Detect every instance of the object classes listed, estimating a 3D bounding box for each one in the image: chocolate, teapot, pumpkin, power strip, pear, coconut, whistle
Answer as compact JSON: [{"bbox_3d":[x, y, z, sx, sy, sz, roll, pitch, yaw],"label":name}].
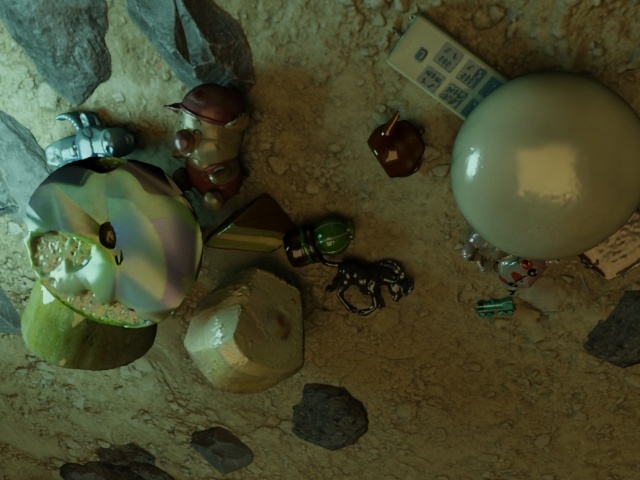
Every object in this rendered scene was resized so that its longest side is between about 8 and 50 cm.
[{"bbox_3d":[0.534,-0.054,1.051,0.261,0.083,0.161,45,123,-3],"label":"chocolate"},{"bbox_3d":[0.162,-0.187,1.069,0.116,0.116,0.173,-12,145,23],"label":"teapot"},{"bbox_3d":[-0.570,0.147,1.361,0.332,0.332,0.199,23,124,1],"label":"pumpkin"},{"bbox_3d":[0.280,-0.284,1.000,0.367,0.043,0.106,34,124,-7],"label":"power strip"},{"bbox_3d":[-0.444,-0.008,1.227,0.398,0.165,0.399,1,103,3],"label":"pear"},{"bbox_3d":[-0.184,0.233,1.327,0.254,0.297,0.297,-25,113,44],"label":"coconut"},{"bbox_3d":[-0.542,-0.217,1.257,0.268,0.093,0.180,-7,100,21],"label":"whistle"}]

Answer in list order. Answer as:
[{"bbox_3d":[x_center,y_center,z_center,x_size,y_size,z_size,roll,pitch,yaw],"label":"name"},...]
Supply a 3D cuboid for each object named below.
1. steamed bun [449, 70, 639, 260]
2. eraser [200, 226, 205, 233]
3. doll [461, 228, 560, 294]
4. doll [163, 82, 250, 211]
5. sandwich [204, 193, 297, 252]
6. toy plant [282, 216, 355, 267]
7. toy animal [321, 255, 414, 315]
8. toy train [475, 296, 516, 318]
[{"bbox_3d":[0.380,-0.117,0.911,0.324,0.206,0.325,8,117,16],"label":"steamed bun"},{"bbox_3d":[-0.331,-0.013,1.371,0.099,0.019,0.027,-32,122,31],"label":"eraser"},{"bbox_3d":[0.398,0.032,1.141,0.192,0.095,0.149,38,131,-12],"label":"doll"},{"bbox_3d":[-0.241,-0.204,1.138,0.196,0.152,0.256,13,124,6],"label":"doll"},{"bbox_3d":[-0.154,-0.004,1.229,0.117,0.187,0.144,-30,104,31],"label":"sandwich"},{"bbox_3d":[0.000,0.000,1.228,0.162,0.093,0.093,-20,116,5],"label":"toy plant"},{"bbox_3d":[0.103,0.098,1.292,0.232,0.084,0.148,18,113,6],"label":"toy animal"},{"bbox_3d":[0.410,0.159,1.261,0.092,0.029,0.045,-8,112,23],"label":"toy train"}]
